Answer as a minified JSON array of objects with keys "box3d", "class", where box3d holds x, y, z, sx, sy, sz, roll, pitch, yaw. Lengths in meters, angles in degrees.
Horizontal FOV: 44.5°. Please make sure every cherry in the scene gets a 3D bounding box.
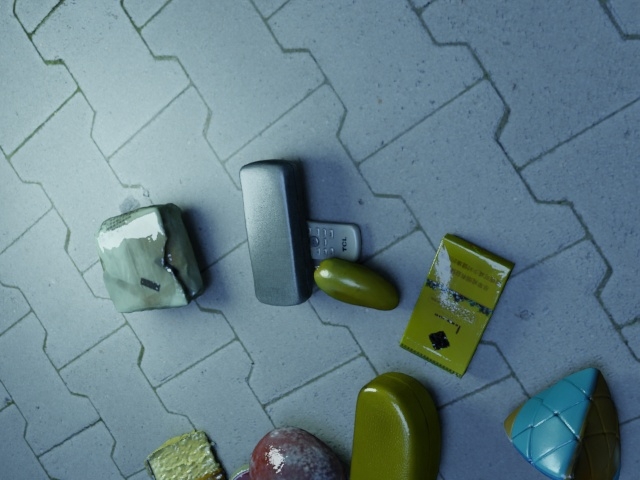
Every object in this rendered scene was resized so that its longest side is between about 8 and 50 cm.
[{"box3d":[-0.052,0.575,1.833,0.236,0.213,0.285,-31,78,7],"class":"cherry"}]

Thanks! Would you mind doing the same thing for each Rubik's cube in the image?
[{"box3d":[0.472,0.352,1.551,0.254,0.254,0.255,8,109,24],"class":"Rubik's cube"}]

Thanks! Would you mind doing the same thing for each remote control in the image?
[{"box3d":[0.000,0.000,1.735,0.190,0.029,0.088,6,108,24],"class":"remote control"}]

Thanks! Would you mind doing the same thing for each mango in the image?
[{"box3d":[0.078,0.092,1.679,0.191,0.086,0.122,14,153,14],"class":"mango"}]

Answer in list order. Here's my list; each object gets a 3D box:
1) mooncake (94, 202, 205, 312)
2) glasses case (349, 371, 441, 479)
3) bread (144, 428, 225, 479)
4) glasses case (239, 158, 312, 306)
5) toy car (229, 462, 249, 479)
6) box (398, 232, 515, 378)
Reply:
[{"box3d":[-0.414,0.042,1.891,0.254,0.136,0.250,-9,103,23],"class":"mooncake"},{"box3d":[0.171,0.475,1.733,0.173,0.141,0.371,17,113,36],"class":"glasses case"},{"box3d":[-0.344,0.647,2.066,0.142,0.178,0.266,-19,95,61],"class":"bread"},{"box3d":[-0.096,-0.015,1.719,0.131,0.074,0.323,1,105,28],"class":"glasses case"},{"box3d":[-0.166,0.671,1.964,0.235,0.145,0.235,0,95,-1],"class":"toy car"},{"box3d":[0.279,0.139,1.632,0.153,0.041,0.279,26,116,16],"class":"box"}]
